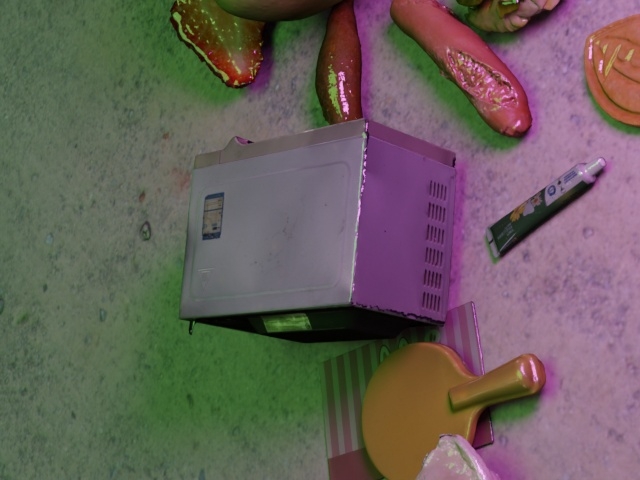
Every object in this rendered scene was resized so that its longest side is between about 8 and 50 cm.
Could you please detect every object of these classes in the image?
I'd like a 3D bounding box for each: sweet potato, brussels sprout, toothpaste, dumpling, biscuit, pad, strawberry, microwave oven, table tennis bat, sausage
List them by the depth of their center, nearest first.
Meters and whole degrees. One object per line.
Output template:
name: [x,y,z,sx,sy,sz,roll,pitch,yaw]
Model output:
biscuit: [0.412,-0.212,1.767,0.220,0.029,0.142,37,105,45]
dumpling: [0.182,0.345,1.777,0.136,0.118,0.199,22,122,39]
toothpaste: [0.293,-0.049,1.838,0.204,0.031,0.049,-39,52,33]
table tennis bat: [0.168,0.218,1.865,0.320,0.050,0.199,-27,60,41]
brussels sprout: [0.258,-0.358,1.929,0.139,0.100,0.181,-56,29,-9]
pad: [0.111,0.223,1.960,0.299,0.005,0.202,-25,61,39]
sausage: [0.195,-0.258,1.966,0.079,0.087,0.327,-30,49,-7]
microwave oven: [0.000,0.000,1.990,0.354,0.218,0.287,-9,73,44]
sweet potato: [0.026,-0.277,2.153,0.077,0.077,0.244,-20,66,41]
strawberry: [-0.162,-0.363,2.363,0.175,0.107,0.236,6,82,10]

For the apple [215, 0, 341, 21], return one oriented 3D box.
apple: [-0.048,-0.509,2.113,0.357,0.357,0.357,-16,66,42]
